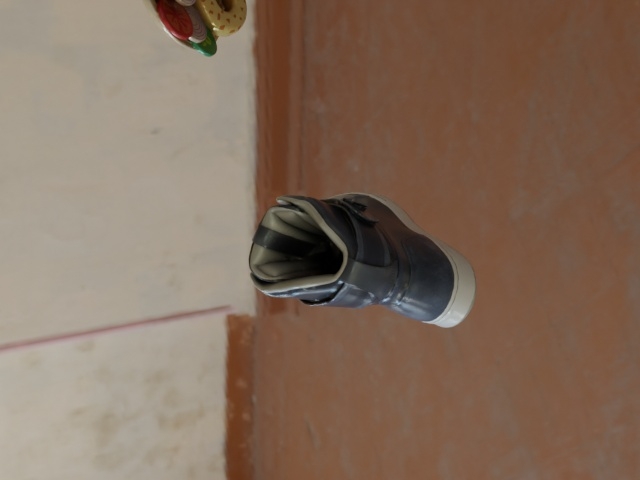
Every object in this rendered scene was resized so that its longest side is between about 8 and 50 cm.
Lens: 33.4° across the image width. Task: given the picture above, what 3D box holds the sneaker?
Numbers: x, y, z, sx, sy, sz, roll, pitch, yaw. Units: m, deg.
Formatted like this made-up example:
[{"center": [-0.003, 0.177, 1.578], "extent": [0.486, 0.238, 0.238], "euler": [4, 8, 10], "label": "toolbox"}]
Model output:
[{"center": [0.001, -0.002, 0.873], "extent": [0.226, 0.163, 0.086], "euler": [28, 104, 57], "label": "sneaker"}]

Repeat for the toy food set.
[{"center": [-0.072, -0.140, 0.572], "extent": [0.020, 0.082, 0.083], "euler": [-10, 117, 27], "label": "toy food set"}]
